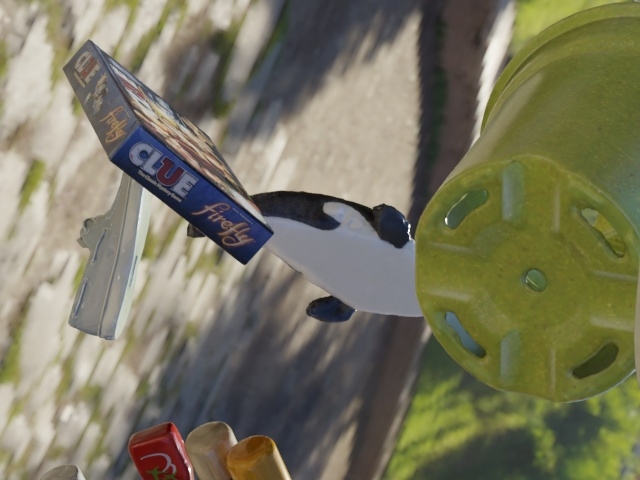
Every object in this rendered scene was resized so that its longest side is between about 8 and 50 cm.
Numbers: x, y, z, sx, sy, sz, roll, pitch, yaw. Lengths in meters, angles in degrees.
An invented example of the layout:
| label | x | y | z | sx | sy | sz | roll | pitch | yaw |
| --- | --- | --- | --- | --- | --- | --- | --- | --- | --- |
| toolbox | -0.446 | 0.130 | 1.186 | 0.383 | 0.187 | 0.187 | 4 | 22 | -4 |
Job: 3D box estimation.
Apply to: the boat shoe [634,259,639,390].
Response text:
| label | x | y | z | sx | sy | sz | roll | pitch | yaw |
| --- | --- | --- | --- | --- | --- | --- | --- | --- | --- |
| boat shoe | 0.224 | -0.147 | 0.488 | 0.186 | 0.156 | 0.500 | -6 | 107 | -48 |

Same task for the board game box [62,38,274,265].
| label | x | y | z | sx | sy | sz | roll | pitch | yaw |
| --- | --- | --- | --- | --- | --- | --- | --- | --- | --- |
| board game box | -0.144 | -0.086 | 1.392 | 0.042 | 0.165 | 0.243 | -47 | -149 | 6 |

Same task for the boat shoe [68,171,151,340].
| label | x | y | z | sx | sy | sz | roll | pitch | yaw |
| --- | --- | --- | --- | --- | --- | --- | --- | --- | --- |
| boat shoe | -0.263 | 0.006 | 1.878 | 0.079 | 0.081 | 0.228 | 66 | 36 | -84 |

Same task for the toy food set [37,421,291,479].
| label | x | y | z | sx | sy | sz | roll | pitch | yaw |
| --- | --- | --- | --- | --- | --- | --- | --- | --- | --- |
| toy food set | -0.127 | 0.218 | 1.174 | 0.111 | 0.232 | 0.104 | -98 | 167 | -67 |

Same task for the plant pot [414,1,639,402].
| label | x | y | z | sx | sy | sz | roll | pitch | yaw |
| --- | --- | --- | --- | --- | --- | --- | --- | --- | --- |
| plant pot | 0.198 | -0.014 | 1.120 | 0.254 | 0.276 | 0.276 | -36 | 151 | -54 |

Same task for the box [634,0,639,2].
| label | x | y | z | sx | sy | sz | roll | pitch | yaw |
| --- | --- | --- | --- | --- | --- | --- | --- | --- | --- |
| box | 0.521 | -0.333 | 2.089 | 0.148 | 0.126 | 0.232 | 138 | -33 | -57 |

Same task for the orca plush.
| label | x | y | z | sx | sy | sz | roll | pitch | yaw |
| --- | --- | --- | --- | --- | --- | --- | --- | --- | --- |
| orca plush | 0.000 | 0.000 | 1.626 | 0.102 | 0.287 | 0.151 | -98 | -163 | -59 |

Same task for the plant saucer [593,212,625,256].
| label | x | y | z | sx | sy | sz | roll | pitch | yaw |
| --- | --- | --- | --- | --- | --- | --- | --- | --- | --- |
| plant saucer | 0.395 | -0.052 | 1.539 | 0.045 | 0.188 | 0.188 | 105 | 7 | -86 |
